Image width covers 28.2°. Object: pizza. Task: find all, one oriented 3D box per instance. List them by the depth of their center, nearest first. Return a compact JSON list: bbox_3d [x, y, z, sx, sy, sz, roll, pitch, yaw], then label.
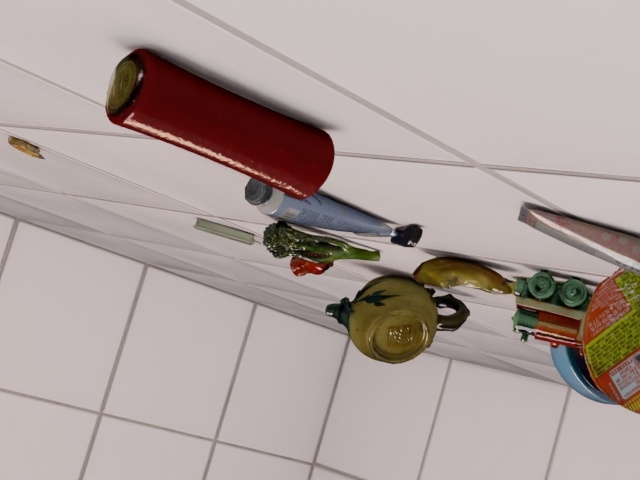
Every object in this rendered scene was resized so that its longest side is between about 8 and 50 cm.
[{"bbox_3d":[-0.482,-0.152,2.091,0.037,0.016,0.083,13,169,36],"label":"pizza"}]

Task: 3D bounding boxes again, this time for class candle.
[{"bbox_3d":[-0.019,0.042,2.409,0.048,0.051,0.329,7,175,-8],"label":"candle"}]

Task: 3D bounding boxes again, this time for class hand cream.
[{"bbox_3d":[0.320,0.005,1.415,0.210,0.043,0.067,21,172,9],"label":"hand cream"},{"bbox_3d":[-0.003,-0.037,1.756,0.088,0.055,0.256,-1,165,43],"label":"hand cream"}]

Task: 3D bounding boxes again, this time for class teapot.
[{"bbox_3d":[0.145,0.133,2.434,0.270,0.173,0.182,-7,-147,-8],"label":"teapot"}]

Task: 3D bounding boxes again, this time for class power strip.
[{"bbox_3d":[-0.179,-0.015,2.463,0.136,0.019,0.051,16,171,-1],"label":"power strip"}]

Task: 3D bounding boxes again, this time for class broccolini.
[{"bbox_3d":[0.000,0.018,2.135,0.203,0.068,0.091,16,154,-3],"label":"broccolini"}]

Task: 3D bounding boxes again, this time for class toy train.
[{"bbox_3d":[0.359,0.113,1.839,0.176,0.118,0.074,13,170,12],"label":"toy train"}]

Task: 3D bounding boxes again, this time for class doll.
[{"bbox_3d":[0.468,0.170,1.967,0.177,0.141,0.314,50,152,-12],"label":"doll"}]

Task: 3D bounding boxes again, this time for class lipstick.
[{"bbox_3d":[-0.096,-0.112,1.264,0.241,0.080,0.080,22,171,-35],"label":"lipstick"}]

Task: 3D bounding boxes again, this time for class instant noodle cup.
[{"bbox_3d":[0.457,0.126,1.559,0.193,0.193,0.212,9,178,45],"label":"instant noodle cup"}]

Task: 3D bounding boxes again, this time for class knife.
[{"bbox_3d":[0.119,-0.006,1.821,0.018,0.031,0.121,18,178,-14],"label":"knife"}]

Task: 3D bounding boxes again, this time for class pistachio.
[{"bbox_3d":[0.216,0.051,1.963,0.173,0.049,0.090,6,-173,37],"label":"pistachio"}]

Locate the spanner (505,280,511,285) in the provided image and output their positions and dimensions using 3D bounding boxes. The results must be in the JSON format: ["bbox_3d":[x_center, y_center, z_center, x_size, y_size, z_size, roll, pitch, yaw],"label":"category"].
[{"bbox_3d":[0.346,0.089,2.100,0.302,0.017,0.071,19,172,-30],"label":"spanner"}]

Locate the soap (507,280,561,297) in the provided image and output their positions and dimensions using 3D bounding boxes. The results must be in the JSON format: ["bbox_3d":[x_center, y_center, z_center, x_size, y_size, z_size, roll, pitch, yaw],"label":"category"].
[{"bbox_3d":[0.360,0.087,1.969,0.089,0.033,0.168,18,173,-33],"label":"soap"}]
